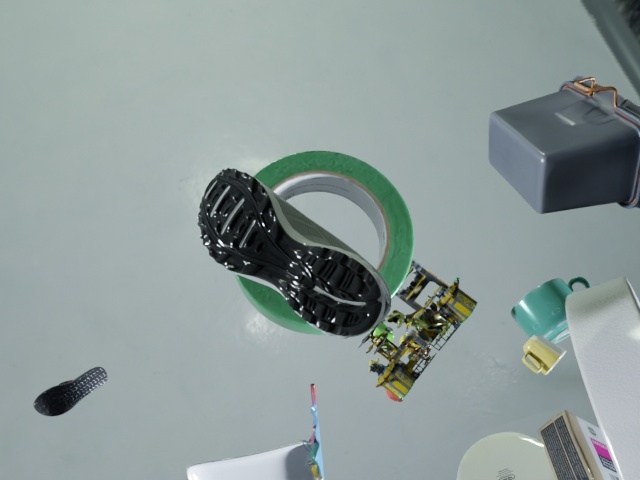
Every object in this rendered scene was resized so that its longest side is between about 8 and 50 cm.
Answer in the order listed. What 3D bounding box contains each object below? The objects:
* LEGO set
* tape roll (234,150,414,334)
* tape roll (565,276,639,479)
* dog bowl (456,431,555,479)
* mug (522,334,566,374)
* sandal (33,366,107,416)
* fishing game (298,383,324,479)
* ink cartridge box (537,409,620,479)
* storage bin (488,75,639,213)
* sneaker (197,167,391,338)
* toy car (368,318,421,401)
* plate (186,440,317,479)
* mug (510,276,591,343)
[{"bbox_3d":[0.194,0.182,1.233,0.192,0.255,0.331,37,107,7],"label":"LEGO set"},{"bbox_3d":[0.000,0.000,0.928,0.321,0.077,0.322,1,69,-3],"label":"tape roll"},{"bbox_3d":[0.383,0.231,0.576,0.072,0.392,0.392,-25,63,27],"label":"tape roll"},{"bbox_3d":[0.478,0.619,1.311,0.264,0.104,0.265,-22,32,15],"label":"dog bowl"},{"bbox_3d":[0.430,0.218,1.028,0.064,0.078,0.062,43,109,28],"label":"mug"},{"bbox_3d":[-0.591,0.359,1.252,0.179,0.040,0.067,-26,99,-54],"label":"sandal"},{"bbox_3d":[-0.009,0.348,0.803,0.041,0.264,0.189,-6,107,-3],"label":"fishing game"},{"bbox_3d":[0.591,0.489,1.092,0.234,0.088,0.193,28,29,-12],"label":"ink cartridge box"},{"bbox_3d":[0.209,-0.084,0.460,0.091,0.098,0.135,-13,35,-2],"label":"storage bin"},{"bbox_3d":[-0.035,0.014,0.601,0.271,0.108,0.100,37,99,22],"label":"sneaker"},{"bbox_3d":[0.190,0.298,1.478,0.053,0.239,0.225,4,30,-32],"label":"toy car"},{"bbox_3d":[-0.124,0.575,1.146,0.277,0.045,0.278,-11,100,-2],"label":"plate"},{"bbox_3d":[0.492,0.149,1.106,0.129,0.158,0.097,5,44,-43],"label":"mug"}]
